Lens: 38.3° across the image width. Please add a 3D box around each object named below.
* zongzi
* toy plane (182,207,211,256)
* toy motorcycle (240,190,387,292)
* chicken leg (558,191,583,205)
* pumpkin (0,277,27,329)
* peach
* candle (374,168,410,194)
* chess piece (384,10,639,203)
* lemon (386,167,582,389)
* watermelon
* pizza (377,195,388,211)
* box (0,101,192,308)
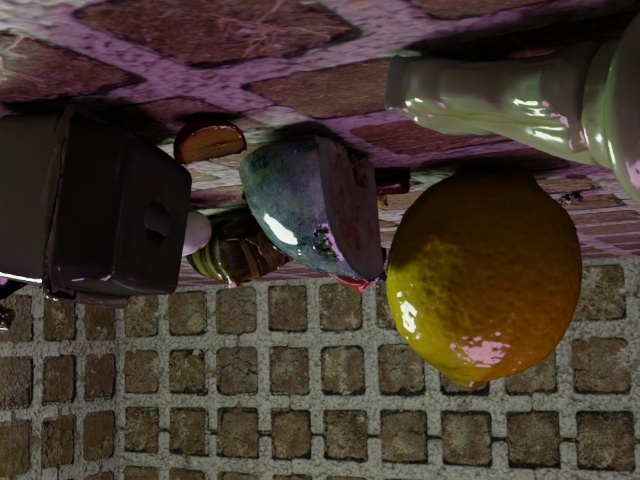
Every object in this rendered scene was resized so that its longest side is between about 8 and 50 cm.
[{"bbox_3d":[-0.117,-0.010,1.872,0.288,0.134,0.286,-23,-166,-23],"label":"zongzi"},{"bbox_3d":[-0.318,-0.006,1.724,0.252,0.118,0.252,-15,-170,3],"label":"toy plane"},{"bbox_3d":[0.000,-0.002,1.492,0.298,0.089,0.171,34,-172,29],"label":"toy motorcycle"},{"bbox_3d":[0.473,-0.078,1.729,0.036,0.021,0.083,9,172,-5],"label":"chicken leg"},{"bbox_3d":[-0.496,0.023,1.314,0.248,0.248,0.248,-2,173,0],"label":"pumpkin"},{"bbox_3d":[-0.132,-0.119,1.090,0.083,0.050,0.077,5,-158,33],"label":"peach"},{"bbox_3d":[0.063,-0.084,1.459,0.162,0.048,0.053,-3,-168,13],"label":"candle"},{"bbox_3d":[0.209,-0.124,0.829,0.298,0.175,0.176,10,-177,43],"label":"chess piece"},{"bbox_3d":[0.257,0.054,1.472,0.336,0.336,0.336,-2,173,0],"label":"lemon"},{"bbox_3d":[-0.020,-0.033,1.282,0.175,0.188,0.322,-6,171,21],"label":"watermelon"},{"bbox_3d":[0.055,-0.070,1.640,0.160,0.035,0.099,-4,172,28],"label":"pizza"},{"bbox_3d":[-0.271,-0.032,1.107,0.166,0.220,0.290,6,175,9],"label":"box"}]
